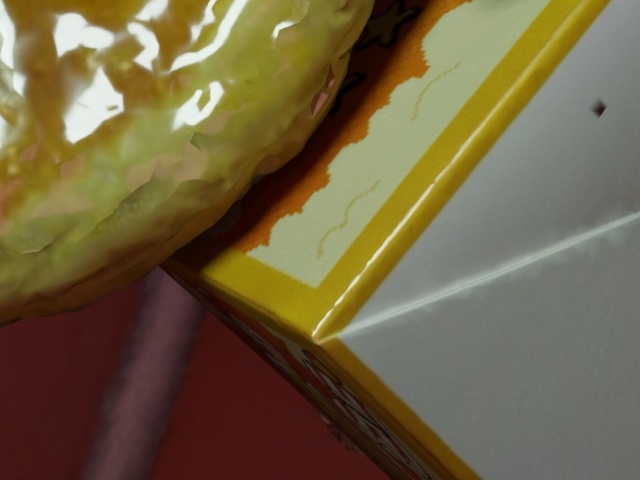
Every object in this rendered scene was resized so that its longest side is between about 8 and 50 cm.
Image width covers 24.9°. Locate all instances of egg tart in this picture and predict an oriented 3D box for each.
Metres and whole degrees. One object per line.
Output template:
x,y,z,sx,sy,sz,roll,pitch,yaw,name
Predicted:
-0.184,-0.170,0.574,0.443,0.178,0.443,1,98,5,egg tart

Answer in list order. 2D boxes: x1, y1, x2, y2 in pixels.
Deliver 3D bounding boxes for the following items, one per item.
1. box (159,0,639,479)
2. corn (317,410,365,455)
0.115,0.003,0.635,0.259,0.214,0.283,-48,118,-8,box
0.000,0.000,0.738,0.079,0.079,0.237,-19,113,0,corn
